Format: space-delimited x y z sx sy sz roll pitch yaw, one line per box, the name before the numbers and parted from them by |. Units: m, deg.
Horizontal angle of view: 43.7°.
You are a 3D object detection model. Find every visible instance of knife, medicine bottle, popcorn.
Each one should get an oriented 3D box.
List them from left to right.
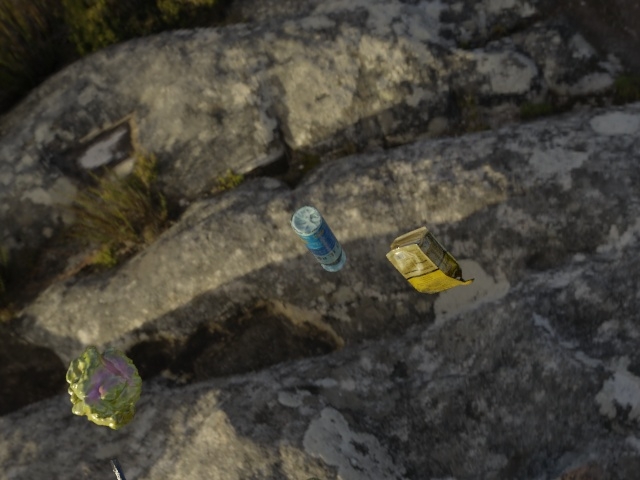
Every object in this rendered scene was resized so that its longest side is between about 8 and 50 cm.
popcorn | -0.380 0.255 1.404 0.145 0.126 0.126 26 46 33
knife | -0.490 0.596 1.974 0.018 0.031 0.121 -21 89 -32
medicine bottle | 0.000 0.000 1.313 0.051 0.191 0.051 -6 68 14

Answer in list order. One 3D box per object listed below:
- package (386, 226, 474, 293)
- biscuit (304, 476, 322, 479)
package | 0.167 0.042 1.208 0.071 0.131 0.047 -22 31 42
biscuit | 0.091 0.346 0.838 0.099 0.322 0.038 -51 17 19
